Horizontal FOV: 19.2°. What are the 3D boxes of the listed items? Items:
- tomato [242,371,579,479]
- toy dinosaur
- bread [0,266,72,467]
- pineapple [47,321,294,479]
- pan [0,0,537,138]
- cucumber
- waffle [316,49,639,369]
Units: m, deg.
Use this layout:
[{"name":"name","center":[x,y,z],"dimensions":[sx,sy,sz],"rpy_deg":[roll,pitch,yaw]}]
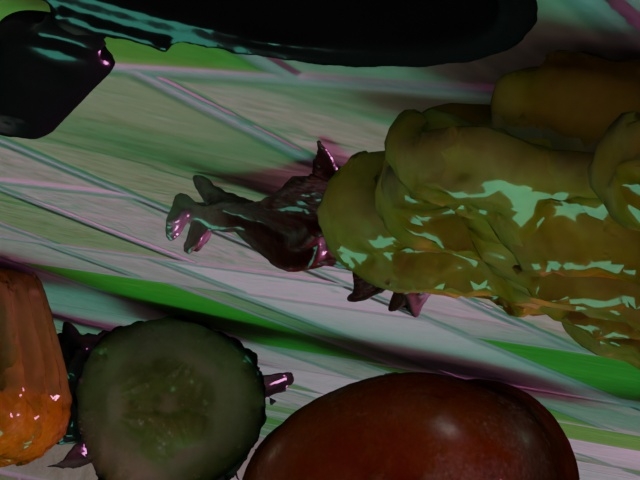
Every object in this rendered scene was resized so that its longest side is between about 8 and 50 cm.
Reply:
[{"name":"tomato","center":[0.061,0.145,1.281],"dimensions":[0.236,0.095,0.237],"rpy_deg":[-4,164,-1]},{"name":"toy dinosaur","center":[0.000,-0.001,0.687],"dimensions":[0.108,0.032,0.220],"rpy_deg":[14,170,9]},{"name":"bread","center":[-0.272,0.073,1.226],"dimensions":[0.240,0.139,0.240],"rpy_deg":[12,172,2]},{"name":"pineapple","center":[-0.201,0.131,1.587],"dimensions":[0.364,0.165,0.165],"rpy_deg":[6,174,-16]},{"name":"pan","center":[-0.044,-0.055,0.386],"dimensions":[0.136,0.028,0.235],"rpy_deg":[16,168,-18]},{"name":"cucumber","center":[-0.105,0.113,1.370],"dimensions":[0.134,0.134,0.244],"rpy_deg":[13,-178,-2]},{"name":"waffle","center":[0.159,0.014,0.458],"dimensions":[0.307,0.060,0.312],"rpy_deg":[15,174,-21]}]
